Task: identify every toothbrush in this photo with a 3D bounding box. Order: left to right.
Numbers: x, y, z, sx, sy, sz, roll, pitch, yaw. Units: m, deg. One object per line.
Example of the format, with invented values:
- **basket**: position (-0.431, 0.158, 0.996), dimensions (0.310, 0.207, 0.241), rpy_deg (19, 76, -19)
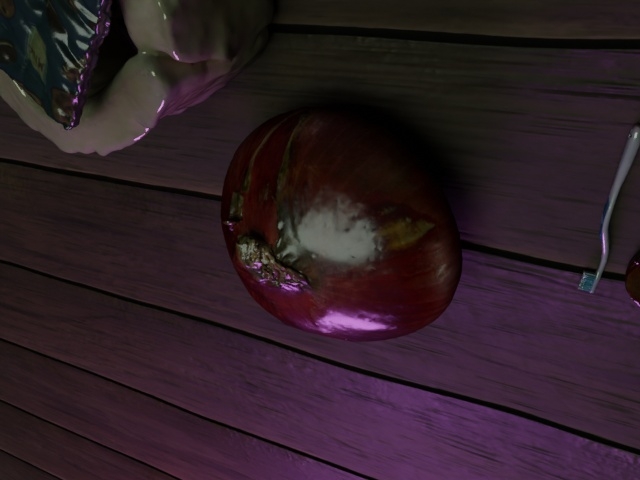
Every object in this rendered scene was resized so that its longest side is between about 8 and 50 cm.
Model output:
- **toothbrush**: position (0.234, -0.020, 0.594), dimensions (0.017, 0.014, 0.162), rpy_deg (9, 128, 7)

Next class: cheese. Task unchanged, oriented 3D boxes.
- **cheese**: position (-0.189, -0.242, 0.633), dimensions (0.292, 0.153, 0.332), rpy_deg (6, 125, 33)

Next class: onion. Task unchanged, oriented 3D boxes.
- **onion**: position (0.008, -0.003, 0.682), dimensions (0.248, 0.161, 0.248), rpy_deg (30, 156, 15)

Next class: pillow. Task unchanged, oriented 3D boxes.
- **pillow**: position (-0.219, -0.220, 0.539), dimensions (0.189, 0.034, 0.255), rpy_deg (41, 135, 5)

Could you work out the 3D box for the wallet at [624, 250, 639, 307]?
- **wallet**: position (0.334, -0.001, 0.520), dimensions (0.137, 0.031, 0.255), rpy_deg (38, 136, 6)
